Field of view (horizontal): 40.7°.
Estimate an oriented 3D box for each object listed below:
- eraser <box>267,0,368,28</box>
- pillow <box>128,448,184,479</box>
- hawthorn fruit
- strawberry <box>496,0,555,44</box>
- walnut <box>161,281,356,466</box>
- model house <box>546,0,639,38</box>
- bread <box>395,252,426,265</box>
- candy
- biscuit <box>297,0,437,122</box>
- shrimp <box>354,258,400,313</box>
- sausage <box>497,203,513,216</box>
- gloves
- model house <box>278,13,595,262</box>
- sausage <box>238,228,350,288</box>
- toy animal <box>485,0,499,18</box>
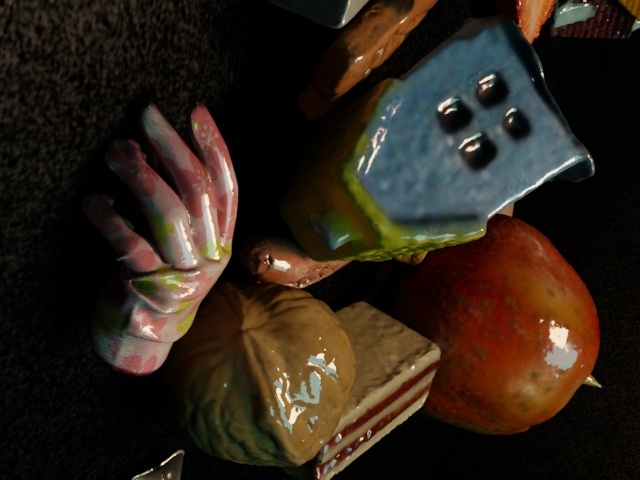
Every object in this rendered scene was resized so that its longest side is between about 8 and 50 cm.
[{"bbox_3d":[0.041,-0.365,0.734,0.077,0.111,0.352,-22,136,-55],"label":"eraser"},{"bbox_3d":[-0.211,0.334,1.093,0.091,0.055,0.135,-2,121,-28],"label":"pillow"},{"bbox_3d":[0.313,0.162,1.524,0.403,0.403,0.402,-47,154,-31],"label":"hawthorn fruit"},{"bbox_3d":[0.304,-0.415,1.264,0.188,0.106,0.286,-44,159,-30],"label":"strawberry"},{"bbox_3d":[-0.071,0.149,0.984,0.228,0.228,0.228,-47,154,-31],"label":"walnut"},{"bbox_3d":[0.547,-0.503,1.581,0.249,0.230,0.280,-24,141,-19],"label":"model house"},{"bbox_3d":[0.168,-0.053,1.381,0.114,0.083,0.211,-51,170,-38],"label":"bread"},{"bbox_3d":[0.026,0.218,1.285,0.321,0.179,0.135,-22,134,-52],"label":"candy"},{"bbox_3d":[0.089,-0.240,0.889,0.306,0.043,0.284,-48,-178,12],"label":"biscuit"},{"bbox_3d":[0.089,0.118,1.528,0.195,0.035,0.148,-49,157,-31],"label":"shrimp"},{"bbox_3d":[0.318,-0.036,1.715,0.123,0.123,0.253,-52,155,-21],"label":"sausage"},{"bbox_3d":[-0.135,-0.004,0.782,0.145,0.126,0.241,-11,134,-56],"label":"gloves"},{"bbox_3d":[0.097,-0.082,0.957,0.303,0.215,0.237,-31,-176,-19],"label":"model house"},{"bbox_3d":[0.001,0.002,1.128,0.327,0.079,0.087,-28,111,-56],"label":"sausage"},{"bbox_3d":[0.278,-0.220,1.454,0.324,0.090,0.195,61,36,-58],"label":"toy animal"}]
